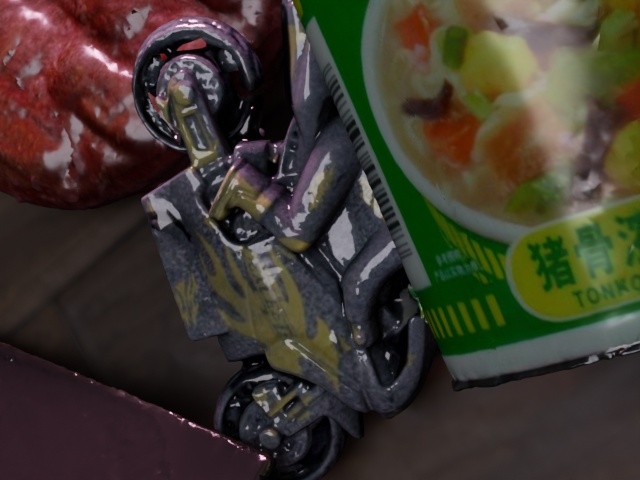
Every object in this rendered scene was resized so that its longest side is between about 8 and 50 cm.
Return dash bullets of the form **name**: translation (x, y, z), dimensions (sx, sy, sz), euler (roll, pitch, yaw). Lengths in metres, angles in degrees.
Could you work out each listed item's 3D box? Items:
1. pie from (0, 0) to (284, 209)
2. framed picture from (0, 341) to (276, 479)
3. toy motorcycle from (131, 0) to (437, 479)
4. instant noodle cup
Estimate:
- **pie**: translation (-0.097, -0.119, 0.659), dimensions (0.218, 0.054, 0.204), euler (-45, 70, 16)
- **framed picture**: translation (-0.187, 0.186, 0.607), dimensions (0.244, 0.013, 0.324), euler (16, 68, 39)
- **toy motorcycle**: translation (0.000, 0.000, 0.588), dimensions (0.124, 0.061, 0.193), euler (-10, 100, 15)
- **instant noodle cup**: translation (0.075, -0.080, 0.499), dimensions (0.207, 0.207, 0.232), euler (-17, 88, 25)
